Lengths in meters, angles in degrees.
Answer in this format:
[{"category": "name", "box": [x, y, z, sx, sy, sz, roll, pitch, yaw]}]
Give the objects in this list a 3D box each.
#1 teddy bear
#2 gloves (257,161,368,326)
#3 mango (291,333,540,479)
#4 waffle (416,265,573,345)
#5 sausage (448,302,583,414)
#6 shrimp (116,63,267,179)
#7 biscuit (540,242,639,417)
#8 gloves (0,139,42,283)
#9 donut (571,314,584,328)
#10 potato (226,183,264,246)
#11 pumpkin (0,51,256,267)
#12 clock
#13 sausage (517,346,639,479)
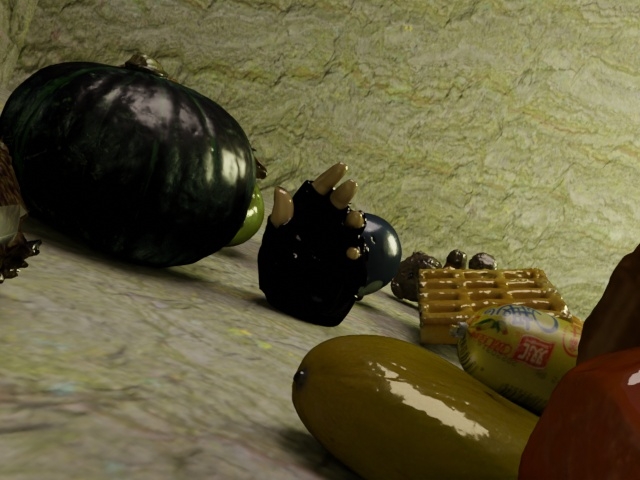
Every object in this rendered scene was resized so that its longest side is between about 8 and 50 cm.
[{"category": "teddy bear", "box": [0.241, 0.091, 1.475, 0.190, 0.177, 0.140, 25, -39, 23]}, {"category": "gloves", "box": [0.000, 0.000, 0.930, 0.164, 0.204, 0.124, 19, 7, -22]}, {"category": "mango", "box": [0.091, 0.139, 0.497, 0.237, 0.091, 0.137, 24, 11, 21]}, {"category": "waffle", "box": [0.265, 0.101, 1.167, 0.220, 0.055, 0.248, -1, 15, 7]}, {"category": "sausage", "box": [0.324, 0.173, 0.933, 0.346, 0.123, 0.123, 23, 5, -1]}, {"category": "shrimp", "box": [-0.186, -0.171, 1.062, 0.267, 0.061, 0.145, 37, -28, -11]}, {"category": "biscuit", "box": [0.432, 0.126, 0.704, 0.394, 0.343, 0.166, 16, 11, -30]}, {"category": "gloves", "box": [-0.327, -0.058, 0.525, 0.312, 0.135, 0.210, 28, 1, 26]}, {"category": "donut", "box": [0.398, 0.178, 1.291, 0.226, 0.114, 0.226, 23, 6, -2]}, {"category": "potato", "box": [-0.199, -0.071, 1.183, 0.253, 0.148, 0.186, 25, 30, -37]}, {"category": "pumpkin", "box": [-0.233, -0.109, 0.906, 0.315, 0.239, 0.315, 19, 9, -3]}, {"category": "clock", "box": [0.038, 0.014, 1.296, 0.199, 0.147, 0.243, -7, 14, -24]}, {"category": "sausage", "box": [0.169, 0.144, 0.286, 0.140, 0.153, 0.268, 19, 20, -4]}]
